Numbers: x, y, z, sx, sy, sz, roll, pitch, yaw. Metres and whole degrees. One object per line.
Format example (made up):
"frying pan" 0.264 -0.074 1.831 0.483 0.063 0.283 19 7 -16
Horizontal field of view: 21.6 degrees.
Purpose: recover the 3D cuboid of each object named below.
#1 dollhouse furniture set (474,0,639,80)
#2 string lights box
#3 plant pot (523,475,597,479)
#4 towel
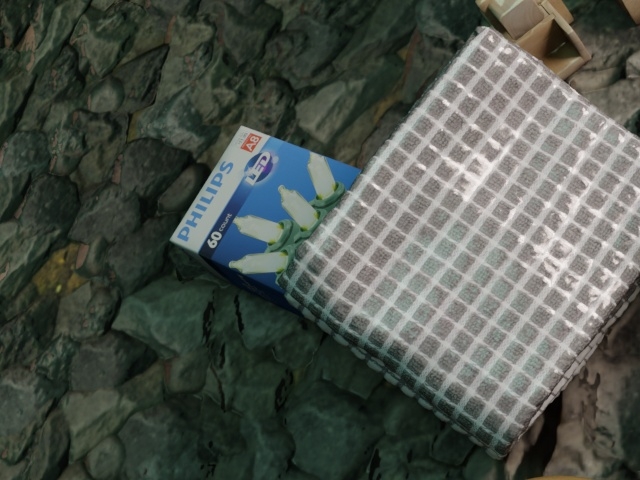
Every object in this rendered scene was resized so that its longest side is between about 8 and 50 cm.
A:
"dollhouse furniture set" 0.187 -0.348 1.411 0.303 0.355 0.174 -39 46 8
"string lights box" 0.000 0.000 1.500 0.259 0.077 0.133 22 77 41
"plant pot" 0.158 0.279 1.241 0.236 0.032 0.236 -18 52 25
"towel" 0.137 -0.005 1.324 0.235 0.121 0.284 36 82 12
